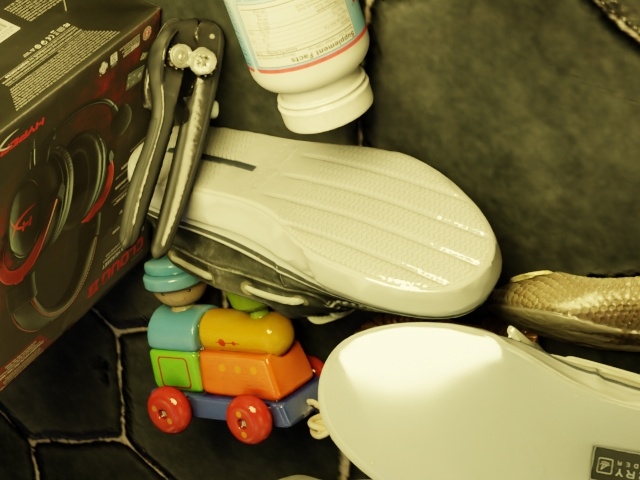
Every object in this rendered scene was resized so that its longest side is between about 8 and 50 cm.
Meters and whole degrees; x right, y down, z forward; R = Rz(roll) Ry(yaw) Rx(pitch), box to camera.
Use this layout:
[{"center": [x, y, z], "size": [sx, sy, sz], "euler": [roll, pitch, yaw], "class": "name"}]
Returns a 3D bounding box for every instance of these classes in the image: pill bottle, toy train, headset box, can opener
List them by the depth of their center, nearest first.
[{"center": [-0.018, -0.158, 1.086], "size": [0.087, 0.087, 0.160], "euler": [3, 125, 36], "class": "pill bottle"}, {"center": [-0.108, -0.077, 1.178], "size": [0.059, 0.186, 0.073], "euler": [10, 168, -11], "class": "can opener"}, {"center": [-0.233, -0.036, 1.255], "size": [0.110, 0.218, 0.293], "euler": [26, 135, 19], "class": "headset box"}, {"center": [-0.040, 0.083, 1.302], "size": [0.248, 0.105, 0.143], "euler": [2, 111, 37], "class": "toy train"}]

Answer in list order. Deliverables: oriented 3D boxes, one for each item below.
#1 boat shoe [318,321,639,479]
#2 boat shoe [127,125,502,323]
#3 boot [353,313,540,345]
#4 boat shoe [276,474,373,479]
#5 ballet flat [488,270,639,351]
[{"center": [0.183, 0.138, 1.125], "size": [0.367, 0.156, 0.136], "euler": [9, 86, 9], "class": "boat shoe"}, {"center": [0.000, 0.000, 1.198], "size": [0.335, 0.121, 0.119], "euler": [21, 142, 39], "class": "boat shoe"}, {"center": [0.098, 0.102, 1.233], "size": [0.157, 0.059, 0.085], "euler": [8, 132, 32], "class": "boot"}, {"center": [0.003, 0.240, 1.426], "size": [0.142, 0.049, 0.040], "euler": [-5, 120, 38], "class": "boat shoe"}, {"center": [0.225, 0.041, 1.090], "size": [0.249, 0.058, 0.084], "euler": [0, 162, 44], "class": "ballet flat"}]
